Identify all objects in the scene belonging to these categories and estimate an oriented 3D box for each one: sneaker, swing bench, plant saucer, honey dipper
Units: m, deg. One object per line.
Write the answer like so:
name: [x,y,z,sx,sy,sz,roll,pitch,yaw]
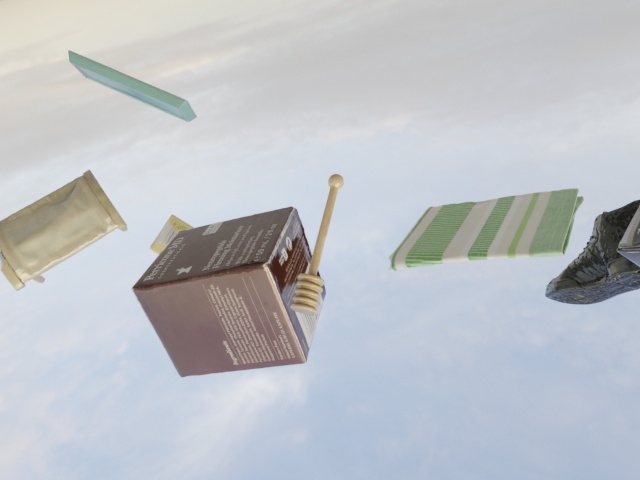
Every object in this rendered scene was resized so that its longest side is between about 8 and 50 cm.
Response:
sneaker: [0.308,0.010,0.556,0.051,0.170,0.089,18,-111,-10]
swing bench: [-0.594,-0.030,1.192,0.253,0.165,0.254,-34,-171,-16]
plant saucer: [-0.281,-0.227,0.782,0.192,0.067,0.018,24,-97,2]
honey dipper: [0.000,0.000,0.566,0.030,0.030,0.161,2,-113,28]

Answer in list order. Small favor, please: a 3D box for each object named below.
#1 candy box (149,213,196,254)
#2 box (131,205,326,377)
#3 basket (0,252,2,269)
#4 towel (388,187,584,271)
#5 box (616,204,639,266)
candy box: [-0.174,0.075,1.081,0.316,0.183,0.088,32,-95,5]
box: [-0.120,0.075,0.764,0.203,0.167,0.168,-11,-152,17]
basket: [-0.473,-0.061,0.512,0.289,0.201,0.254,37,-134,17]
towel: [0.311,-0.019,1.001,0.324,0.038,0.248,-6,-155,37]
box: [0.275,0.026,0.205,0.056,0.183,0.231,-58,-177,-6]
